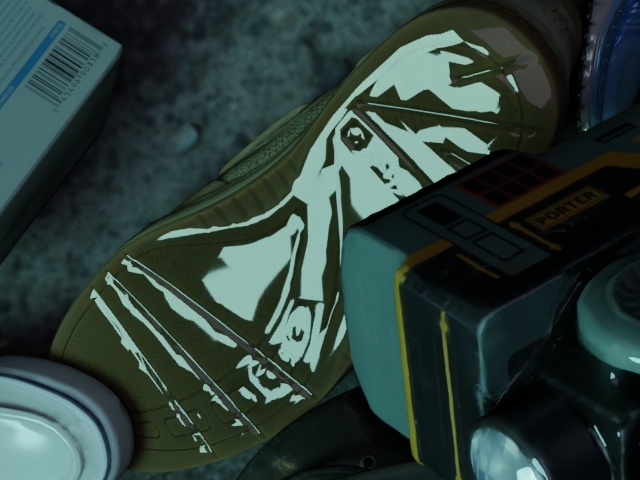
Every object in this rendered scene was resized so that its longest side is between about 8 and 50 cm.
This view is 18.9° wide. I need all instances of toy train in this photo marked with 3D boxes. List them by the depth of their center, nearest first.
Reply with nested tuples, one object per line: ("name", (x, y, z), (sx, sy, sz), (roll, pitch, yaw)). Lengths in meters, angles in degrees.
("toy train", (0.168, 0.006, 0.796), (0.334, 0.190, 0.142), (-28, 128, -27))

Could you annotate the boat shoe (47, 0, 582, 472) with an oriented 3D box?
("boat shoe", (0.000, 0.000, 0.959), (0.341, 0.110, 0.121), (-38, 94, 29))

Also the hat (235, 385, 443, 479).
("hat", (0.053, 0.149, 0.949), (0.331, 0.134, 0.331), (-10, 138, -9))

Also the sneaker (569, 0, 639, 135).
("sneaker", (0.167, -0.109, 0.948), (0.073, 0.063, 0.162), (14, 99, 2))

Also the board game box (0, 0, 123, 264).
("board game box", (-0.286, -0.076, 0.939), (0.303, 0.097, 0.224), (33, 63, 1))

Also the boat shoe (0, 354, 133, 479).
("boat shoe", (-0.224, 0.120, 0.992), (0.258, 0.084, 0.095), (-9, 104, 20))
